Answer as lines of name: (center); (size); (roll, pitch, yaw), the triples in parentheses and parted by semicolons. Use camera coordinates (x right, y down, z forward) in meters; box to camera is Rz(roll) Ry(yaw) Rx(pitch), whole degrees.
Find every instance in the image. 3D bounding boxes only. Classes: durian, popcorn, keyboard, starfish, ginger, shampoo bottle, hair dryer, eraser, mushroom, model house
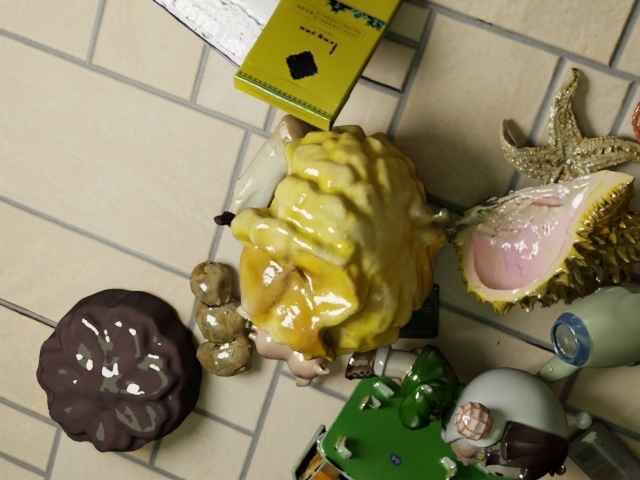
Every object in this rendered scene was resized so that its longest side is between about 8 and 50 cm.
durian: (0.358, 0.025, 1.550); (0.305, 0.185, 0.196); (-26, 140, 29)
popcorn: (0.000, 0.000, 1.572); (0.382, 0.349, 0.349); (7, 111, 37)
keyboard: (0.107, 0.110, 1.715); (0.381, 0.041, 0.103); (6, 110, 21)
starfish: (0.370, -0.109, 1.561); (0.236, 0.062, 0.277); (13, 106, 6)
ginger: (-0.170, 0.132, 1.775); (0.104, 0.080, 0.204); (2, 110, 22)
shampoo bottle: (0.468, 0.364, 1.686); (0.165, 0.040, 0.080); (44, 113, -2)
hair dryer: (0.464, 0.130, 1.563); (0.296, 0.298, 0.119); (-18, 72, -4)
eraser: (-0.130, -0.352, 1.600); (0.287, 0.086, 0.130); (37, 113, 2)
mushroom: (-0.078, -0.105, 1.680); (0.084, 0.071, 0.209); (24, 122, -30)
model house: (0.111, 0.451, 1.758); (0.358, 0.242, 0.313); (37, 130, 1)

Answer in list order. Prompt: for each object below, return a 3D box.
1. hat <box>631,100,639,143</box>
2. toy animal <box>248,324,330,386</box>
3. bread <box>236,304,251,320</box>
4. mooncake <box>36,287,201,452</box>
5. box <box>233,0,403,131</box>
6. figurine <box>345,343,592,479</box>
hat: (0.479, -0.143, 1.452); (0.112, 0.162, 0.093); (8, 112, 18)
toy animal: (-0.049, 0.182, 1.751); (0.150, 0.083, 0.089); (31, 84, 6)
bread: (-0.063, 0.116, 1.697); (0.126, 0.129, 0.044); (23, 106, 21)
mooncake: (-0.349, 0.228, 1.828); (0.283, 0.141, 0.283); (4, 107, 13)
box: (0.009, -0.303, 1.512); (0.153, 0.041, 0.279); (27, 73, 6)
figurine: (0.219, 0.251, 1.622); (0.370, 0.281, 0.167); (23, 81, 11)
